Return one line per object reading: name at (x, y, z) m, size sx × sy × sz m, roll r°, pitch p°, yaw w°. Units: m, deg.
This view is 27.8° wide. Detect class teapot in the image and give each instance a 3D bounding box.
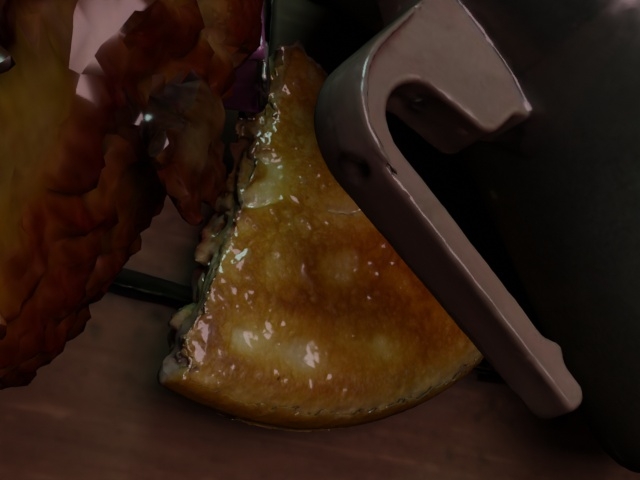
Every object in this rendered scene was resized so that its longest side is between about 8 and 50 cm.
teapot at (0.150, -0.051, 0.633) m, size 0.344 × 0.253 × 0.300 m, roll 49°, pitch 52°, yaw -7°

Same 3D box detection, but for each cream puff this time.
cream puff at (-0.189, -0.064, 0.447) m, size 0.350 × 0.229 × 0.350 m, roll 3°, pitch 47°, yaw -3°

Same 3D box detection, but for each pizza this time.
pizza at (0.000, 0.000, 0.650) m, size 0.201 × 0.053 × 0.193 m, roll 5°, pitch 73°, yaw -34°

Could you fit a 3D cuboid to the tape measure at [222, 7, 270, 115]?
tape measure at (-0.083, -0.112, 0.607) m, size 0.118 × 0.074 × 0.125 m, roll 0°, pitch 61°, yaw -3°
